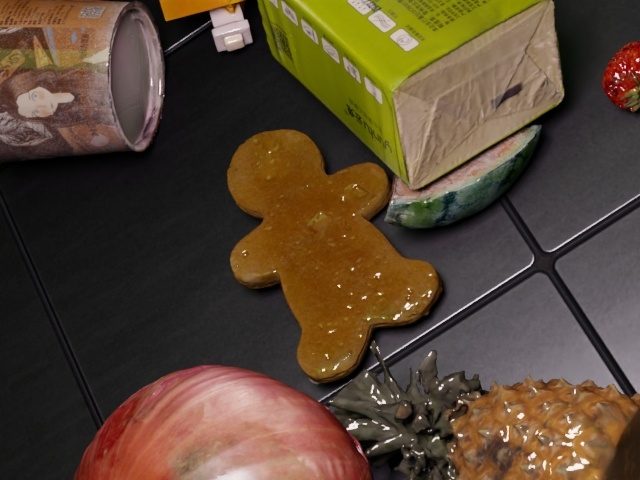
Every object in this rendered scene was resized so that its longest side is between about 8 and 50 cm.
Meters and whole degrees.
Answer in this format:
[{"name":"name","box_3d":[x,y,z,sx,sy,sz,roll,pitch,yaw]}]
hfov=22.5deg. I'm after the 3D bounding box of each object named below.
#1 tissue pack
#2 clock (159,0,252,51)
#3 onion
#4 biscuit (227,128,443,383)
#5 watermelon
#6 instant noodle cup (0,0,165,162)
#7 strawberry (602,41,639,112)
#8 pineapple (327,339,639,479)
[{"name":"tissue pack","box_3d":[0.088,-0.217,1.663,0.200,0.167,0.274,-32,50,-14]},{"name":"clock","box_3d":[-0.131,-0.383,1.840,0.166,0.235,0.309,-15,72,-1]},{"name":"onion","box_3d":[-0.077,0.287,1.482,0.354,0.353,0.353,-9,65,19]},{"name":"biscuit","box_3d":[0.000,0.000,1.715,0.197,0.049,0.301,-33,60,-4]},{"name":"watermelon","box_3d":[0.137,-0.075,1.682,0.187,0.071,0.139,-27,42,-11]},{"name":"instant noodle cup","box_3d":[-0.301,-0.185,1.838,0.207,0.217,0.217,0,68,16]},{"name":"strawberry","box_3d":[0.323,-0.174,1.645,0.073,0.073,0.083,-17,49,15]},{"name":"pineapple","box_3d":[0.145,0.192,1.522,0.340,0.169,0.169,9,71,34]}]
